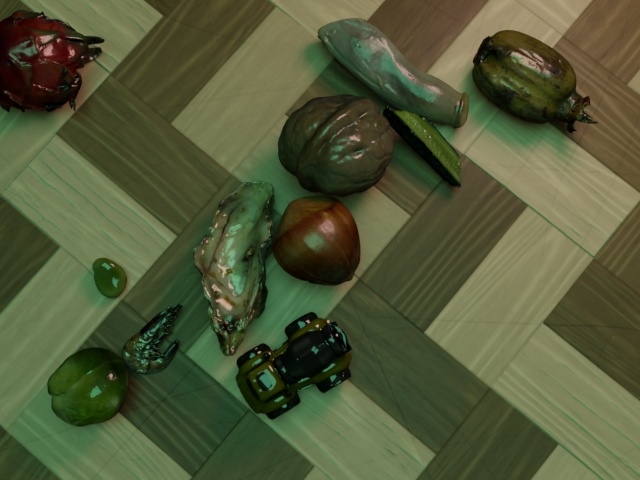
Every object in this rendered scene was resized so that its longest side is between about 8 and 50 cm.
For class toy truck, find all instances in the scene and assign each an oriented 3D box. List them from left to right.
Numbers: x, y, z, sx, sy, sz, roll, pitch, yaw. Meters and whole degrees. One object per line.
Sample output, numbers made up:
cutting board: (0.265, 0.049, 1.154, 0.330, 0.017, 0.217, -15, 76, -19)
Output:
toy truck: (-0.051, 0.233, 1.774, 0.224, 0.165, 0.147, -30, 82, -4)

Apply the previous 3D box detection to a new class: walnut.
walnut: (0.031, -0.182, 1.822, 0.224, 0.224, 0.224, 0, 80, 0)

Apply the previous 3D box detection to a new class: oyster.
oyster: (-0.161, 0.055, 1.837, 0.166, 0.110, 0.341, -4, 77, -6)

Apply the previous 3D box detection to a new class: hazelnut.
hazelnut: (0.000, 0.000, 1.809, 0.182, 0.182, 0.182, 0, 80, 0)

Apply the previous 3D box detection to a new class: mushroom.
mushroom: (0.147, -0.337, 1.915, 0.351, 0.097, 0.109, 37, 84, 2)

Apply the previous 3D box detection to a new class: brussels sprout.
brussels sprout: (-0.431, 0.280, 1.793, 0.155, 0.117, 0.155, -4, 78, 21)

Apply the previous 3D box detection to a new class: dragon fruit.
dragon fruit: (-0.562, -0.357, 1.880, 0.274, 0.193, 0.192, -23, 54, -5)

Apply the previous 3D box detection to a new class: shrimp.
shrimp: (-0.315, 0.194, 1.853, 0.091, 0.034, 0.161, 42, 89, -5)

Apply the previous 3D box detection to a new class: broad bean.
broad bean: (-0.415, 0.072, 1.867, 0.063, 0.045, 0.083, -26, 89, -3)

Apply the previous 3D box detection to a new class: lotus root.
lotus root: (0.430, -0.309, 1.884, 0.278, 0.154, 0.154, 33, 82, 7)

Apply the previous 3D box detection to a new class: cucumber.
cucumber: (0.208, -0.199, 1.886, 0.220, 0.046, 0.070, 45, 54, -13)
